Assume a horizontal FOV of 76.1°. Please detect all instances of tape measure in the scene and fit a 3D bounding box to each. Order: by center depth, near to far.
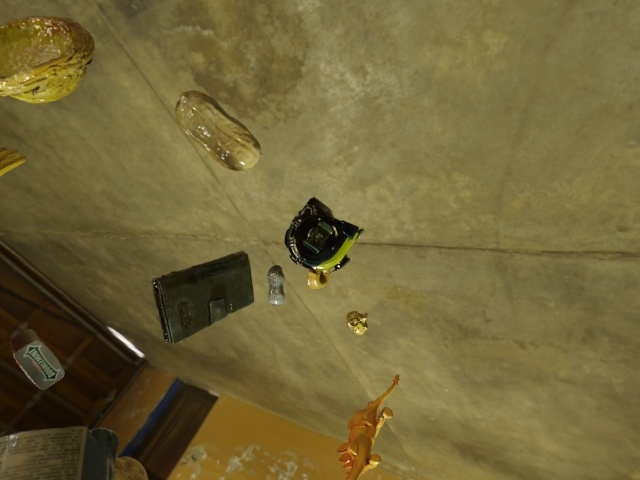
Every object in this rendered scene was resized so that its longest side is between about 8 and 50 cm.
[{"bbox_3d":[0.000,0.000,1.137,0.199,0.186,0.112,32,177,7],"label":"tape measure"}]

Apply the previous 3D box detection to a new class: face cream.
[{"bbox_3d":[-0.525,0.492,0.781,0.249,0.225,0.249,-8,147,-5],"label":"face cream"}]

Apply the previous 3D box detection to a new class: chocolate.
[{"bbox_3d":[-0.179,0.181,1.649,0.072,0.072,0.167,-1,93,41],"label":"chocolate"}]

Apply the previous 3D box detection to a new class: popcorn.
[{"bbox_3d":[0.125,0.259,1.326,0.084,0.084,0.084,22,146,16],"label":"popcorn"}]

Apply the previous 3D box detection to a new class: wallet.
[{"bbox_3d":[-0.292,0.138,1.087,0.044,0.317,0.169,-4,98,30],"label":"wallet"}]

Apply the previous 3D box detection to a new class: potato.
[{"bbox_3d":[-0.547,0.693,1.129,0.161,0.128,0.234,-19,107,13],"label":"potato"}]

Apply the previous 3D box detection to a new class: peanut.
[{"bbox_3d":[-0.320,-0.330,1.270,0.291,0.143,0.159,39,155,-19],"label":"peanut"}]

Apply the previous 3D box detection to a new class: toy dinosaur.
[{"bbox_3d":[0.086,0.378,0.807,0.070,0.288,0.117,38,126,3],"label":"toy dinosaur"}]

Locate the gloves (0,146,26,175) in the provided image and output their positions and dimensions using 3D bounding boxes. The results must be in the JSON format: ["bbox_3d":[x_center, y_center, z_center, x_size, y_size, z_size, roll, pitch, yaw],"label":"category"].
[{"bbox_3d":[-0.820,-0.143,0.963,0.133,0.294,0.116,14,130,-8],"label":"gloves"}]

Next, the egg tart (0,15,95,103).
[{"bbox_3d":[-0.689,-0.429,1.000,0.294,0.294,0.123,23,152,14],"label":"egg tart"}]

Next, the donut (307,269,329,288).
[{"bbox_3d":[-0.005,0.123,1.404,0.043,0.108,0.097,10,108,28],"label":"donut"}]

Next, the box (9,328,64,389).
[{"bbox_3d":[-0.738,0.301,1.058,0.224,0.069,0.120,-6,116,50],"label":"box"}]
